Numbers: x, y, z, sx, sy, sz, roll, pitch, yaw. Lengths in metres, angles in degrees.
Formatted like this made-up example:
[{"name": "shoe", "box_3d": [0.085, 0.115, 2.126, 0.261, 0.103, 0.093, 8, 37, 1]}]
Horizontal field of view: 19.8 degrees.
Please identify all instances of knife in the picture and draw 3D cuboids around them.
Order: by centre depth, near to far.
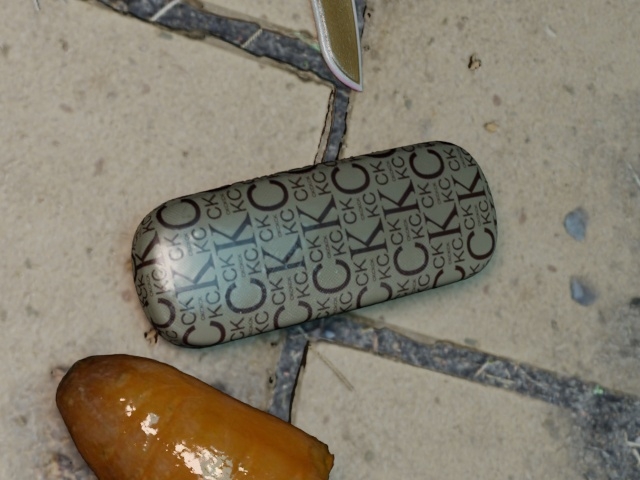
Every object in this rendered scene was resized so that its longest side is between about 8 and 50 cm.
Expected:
[{"name": "knife", "box_3d": [0.004, -0.263, 1.715, 0.046, 0.022, 0.256, -11, 88, -29]}]

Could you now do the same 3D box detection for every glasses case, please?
[{"name": "glasses case", "box_3d": [0.000, 0.000, 1.641, 0.354, 0.085, 0.137, -14, 90, -26]}]

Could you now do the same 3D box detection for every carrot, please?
[{"name": "carrot", "box_3d": [-0.117, 0.172, 1.535, 0.225, 0.159, 0.159, 40, 69, -5]}]
